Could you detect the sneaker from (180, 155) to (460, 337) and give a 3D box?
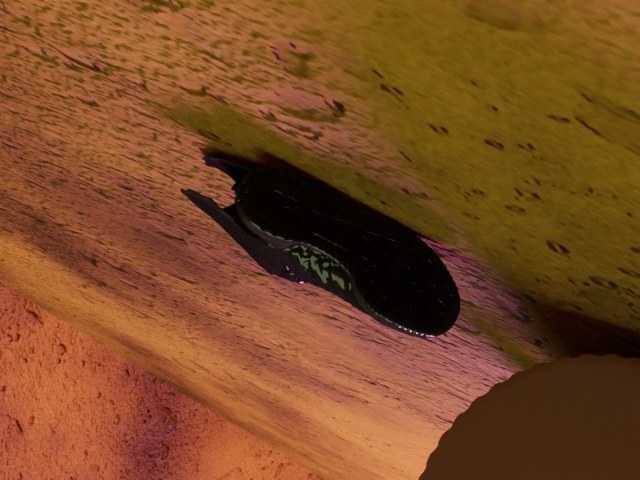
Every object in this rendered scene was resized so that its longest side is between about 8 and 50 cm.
[{"bbox_3d":[-0.001,0.002,0.791,0.170,0.051,0.089,33,167,-3],"label":"sneaker"}]

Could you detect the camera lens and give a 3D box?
[{"bbox_3d":[0.192,0.205,0.805,0.219,0.219,0.274,19,165,34],"label":"camera lens"}]
